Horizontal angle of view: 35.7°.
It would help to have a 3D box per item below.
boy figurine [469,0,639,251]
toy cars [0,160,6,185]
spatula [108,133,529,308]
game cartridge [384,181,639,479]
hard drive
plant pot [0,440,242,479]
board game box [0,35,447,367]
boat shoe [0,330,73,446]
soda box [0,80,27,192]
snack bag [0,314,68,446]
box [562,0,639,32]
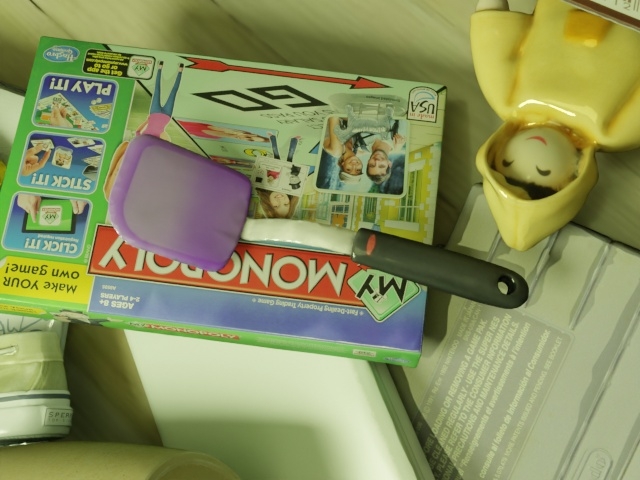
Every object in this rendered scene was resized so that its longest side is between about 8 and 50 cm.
[{"bbox_3d":[0.179,-0.132,0.693,0.177,0.092,0.285,26,82,17],"label":"boy figurine"},{"bbox_3d":[-0.427,0.018,0.860,0.393,0.087,0.177,-13,99,27],"label":"toy cars"},{"bbox_3d":[0.000,0.000,0.688,0.296,0.030,0.084,15,67,4],"label":"spatula"},{"bbox_3d":[0.143,0.158,0.749,0.230,0.068,0.355,26,98,21],"label":"game cartridge"},{"bbox_3d":[-0.039,0.130,0.779,0.203,0.040,0.308,-32,70,24],"label":"hard drive"},{"bbox_3d":[-0.176,0.249,0.719,0.274,0.256,0.257,-26,81,32],"label":"plant pot"},{"bbox_3d":[-0.073,-0.032,0.741,0.317,0.046,0.214,7,69,2],"label":"board game box"},{"bbox_3d":[-0.355,0.137,0.867,0.302,0.109,0.094,-6,73,9],"label":"boat shoe"},{"bbox_3d":[-0.271,-0.084,0.871,0.286,0.091,0.098,21,97,18],"label":"soda box"},{"bbox_3d":[-0.402,0.146,0.944,0.342,0.037,0.323,12,94,19],"label":"snack bag"},{"bbox_3d":[0.245,-0.324,0.613,0.191,0.143,0.381,28,80,18],"label":"box"}]
